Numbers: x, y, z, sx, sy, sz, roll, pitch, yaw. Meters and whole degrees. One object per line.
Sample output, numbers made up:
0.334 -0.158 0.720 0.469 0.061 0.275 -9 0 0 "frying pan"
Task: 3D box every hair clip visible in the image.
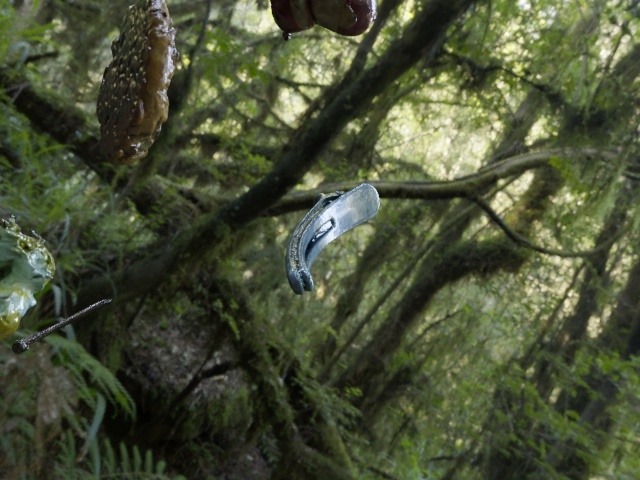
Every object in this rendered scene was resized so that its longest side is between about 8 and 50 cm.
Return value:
0.000 0.000 0.612 0.083 0.048 0.275 -8 18 17 "hair clip"

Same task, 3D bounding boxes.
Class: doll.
0.010 -0.568 1.422 0.256 0.196 0.152 9 -27 12 "doll"

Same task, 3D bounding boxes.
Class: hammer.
-0.444 0.143 1.036 0.065 0.178 0.021 -16 -77 51 "hammer"

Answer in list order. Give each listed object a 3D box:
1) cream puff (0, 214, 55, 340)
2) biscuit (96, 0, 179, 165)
-0.426 0.039 0.652 0.195 0.194 0.221 27 -19 25 "cream puff"
-0.312 -0.270 1.035 0.081 0.289 0.334 9 7 -31 "biscuit"
